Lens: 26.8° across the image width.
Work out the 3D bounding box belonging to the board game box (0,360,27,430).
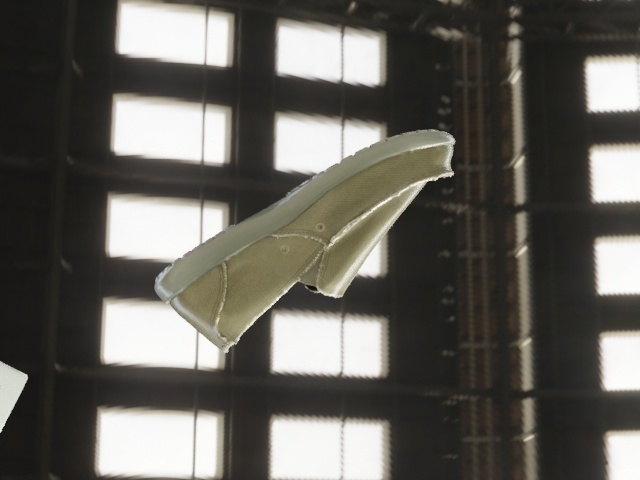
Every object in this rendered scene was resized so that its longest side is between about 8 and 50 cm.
[{"bbox_3d":[-0.400,0.064,1.017,0.303,0.224,0.097,21,-98,44],"label":"board game box"}]

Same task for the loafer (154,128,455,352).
[{"bbox_3d":[0.000,0.000,1.016,0.251,0.094,0.087,-31,-89,-2],"label":"loafer"}]
